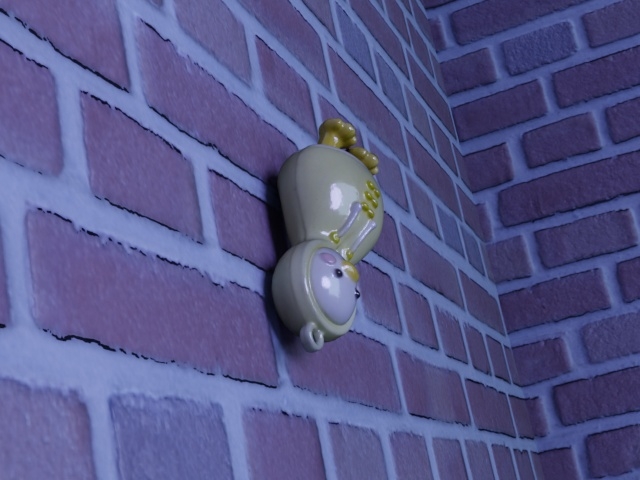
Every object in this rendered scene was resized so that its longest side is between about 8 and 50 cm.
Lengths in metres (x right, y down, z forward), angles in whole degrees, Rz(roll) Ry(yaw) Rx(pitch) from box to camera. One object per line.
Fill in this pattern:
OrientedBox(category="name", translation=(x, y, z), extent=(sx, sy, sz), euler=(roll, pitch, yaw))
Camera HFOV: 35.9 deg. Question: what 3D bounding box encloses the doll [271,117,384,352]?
OrientedBox(category="doll", translation=(0.011, -0.003, 1.059), extent=(0.141, 0.117, 0.296), euler=(54, 26, -39))
